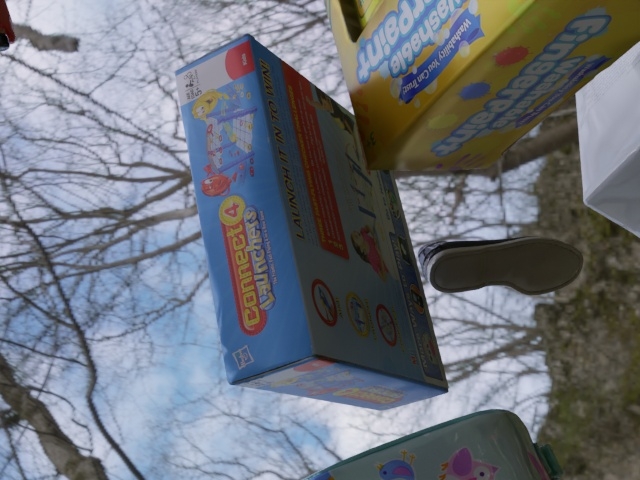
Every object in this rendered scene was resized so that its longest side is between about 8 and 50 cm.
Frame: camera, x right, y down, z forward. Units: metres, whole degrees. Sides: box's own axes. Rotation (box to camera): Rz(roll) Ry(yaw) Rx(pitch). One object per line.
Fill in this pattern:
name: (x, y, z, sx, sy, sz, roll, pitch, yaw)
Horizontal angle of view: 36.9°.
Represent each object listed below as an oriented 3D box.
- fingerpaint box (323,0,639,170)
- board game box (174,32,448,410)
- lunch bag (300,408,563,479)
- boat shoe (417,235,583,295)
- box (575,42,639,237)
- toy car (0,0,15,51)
fingerpaint box: (0.158, -0.323, 0.844, 0.163, 0.445, 0.371, -3, -112, -28)
board game box: (0.000, 0.000, 0.944, 0.302, 0.086, 0.308, 26, -133, -58)
lunch bag: (0.100, 0.250, 0.819, 0.279, 0.224, 0.107, 67, -174, -59)
boat shoe: (0.213, 0.021, 1.139, 0.206, 0.065, 0.075, -2, -67, -18)
box: (0.483, -0.154, 1.296, 0.215, 0.168, 0.345, 28, -141, -12)
toy car: (-0.233, -0.149, 0.467, 0.053, 0.239, 0.225, -16, -53, 4)
